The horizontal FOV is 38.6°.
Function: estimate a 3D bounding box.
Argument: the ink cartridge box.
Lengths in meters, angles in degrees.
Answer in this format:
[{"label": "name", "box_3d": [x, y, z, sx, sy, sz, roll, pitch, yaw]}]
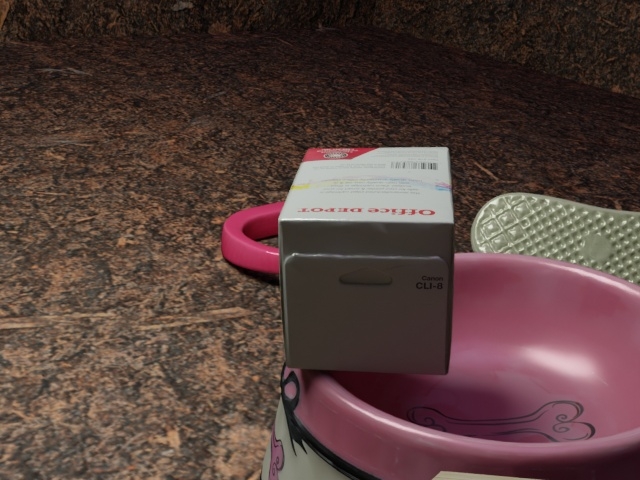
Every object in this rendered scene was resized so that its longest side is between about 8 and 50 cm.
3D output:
[{"label": "ink cartridge box", "box_3d": [0.042, 0.010, 0.733, 0.128, 0.127, 0.176, 1, 22, 7]}]

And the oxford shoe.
[{"label": "oxford shoe", "box_3d": [0.417, 0.048, 1.193, 0.449, 0.169, 0.130, 17, -12, 17]}]

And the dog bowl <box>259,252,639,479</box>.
[{"label": "dog bowl", "box_3d": [0.149, 0.141, 0.772, 0.408, 0.150, 0.408, -1, 22, 0]}]

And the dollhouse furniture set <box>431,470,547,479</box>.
[{"label": "dollhouse furniture set", "box_3d": [0.066, 0.244, 0.456, 0.212, 0.161, 0.242, -6, 10, 37]}]

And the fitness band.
[{"label": "fitness band", "box_3d": [0.000, 0.000, 1.275, 0.291, 0.054, 0.209, -12, 27, -42]}]
